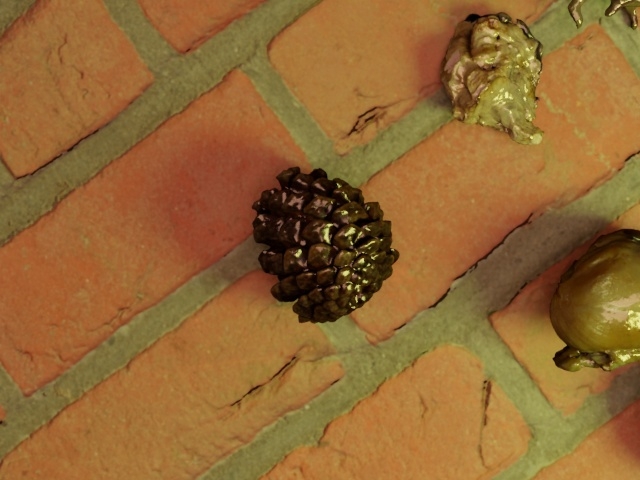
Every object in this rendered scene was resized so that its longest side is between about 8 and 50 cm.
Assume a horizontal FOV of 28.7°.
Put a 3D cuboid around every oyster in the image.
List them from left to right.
[{"bbox_3d":[0.245,-0.215,1.688,0.163,0.081,0.191,-45,95,-3],"label":"oyster"}]

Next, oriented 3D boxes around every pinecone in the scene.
[{"bbox_3d":[-0.002,0.005,1.650,0.204,0.179,0.184,40,81,25],"label":"pinecone"}]

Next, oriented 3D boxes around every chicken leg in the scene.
[{"bbox_3d":[0.509,0.080,1.660,0.429,0.201,0.153,2,135,-9],"label":"chicken leg"}]

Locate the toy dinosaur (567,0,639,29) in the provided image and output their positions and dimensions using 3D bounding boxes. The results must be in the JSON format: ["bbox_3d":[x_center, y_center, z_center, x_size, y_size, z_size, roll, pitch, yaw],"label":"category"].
[{"bbox_3d":[0.397,-0.387,1.666,0.199,0.072,0.251,-26,99,10],"label":"toy dinosaur"}]
